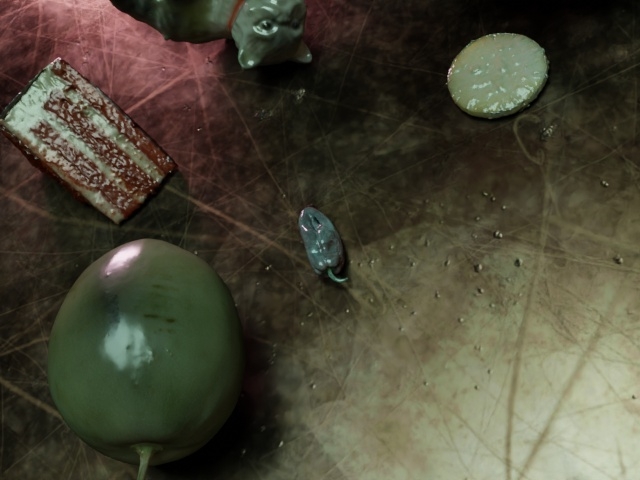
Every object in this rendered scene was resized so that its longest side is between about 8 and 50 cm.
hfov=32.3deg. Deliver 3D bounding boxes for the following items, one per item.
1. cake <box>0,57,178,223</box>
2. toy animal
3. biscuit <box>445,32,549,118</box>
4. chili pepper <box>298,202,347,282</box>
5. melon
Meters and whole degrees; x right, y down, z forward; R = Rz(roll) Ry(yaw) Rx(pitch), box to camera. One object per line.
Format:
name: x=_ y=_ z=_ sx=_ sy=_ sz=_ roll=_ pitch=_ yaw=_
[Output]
cake: x=-0.369 y=-0.141 z=1.781 sx=0.262 sy=0.159 sz=0.158 roll=42 pitch=82 yaw=1
toy animal: x=-0.168 y=-0.349 z=1.734 sx=0.307 sy=0.188 sz=0.266 roll=-15 pitch=11 yaw=-26
biscuit: x=0.253 y=-0.238 z=1.581 sx=0.152 sy=0.020 sz=0.152 roll=-11 pitch=57 yaw=18
chili pepper: x=0.000 y=-0.001 z=1.540 sx=0.050 sy=0.041 sz=0.153 roll=1 pitch=51 yaw=-25
melon: x=-0.224 y=0.145 z=1.425 sx=0.271 sy=0.272 sz=0.308 roll=-35 pitch=48 yaw=2
